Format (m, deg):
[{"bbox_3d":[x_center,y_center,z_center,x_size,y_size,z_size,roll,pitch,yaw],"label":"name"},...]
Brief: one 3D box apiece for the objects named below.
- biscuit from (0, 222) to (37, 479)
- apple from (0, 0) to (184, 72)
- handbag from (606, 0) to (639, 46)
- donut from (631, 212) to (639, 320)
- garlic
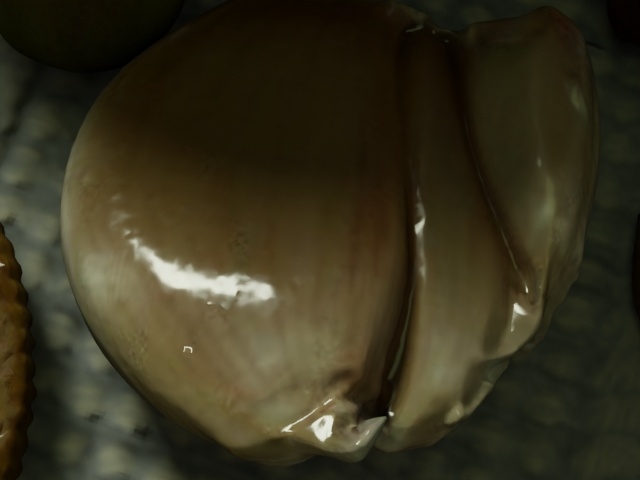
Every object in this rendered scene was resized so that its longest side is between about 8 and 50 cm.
[{"bbox_3d":[-0.263,0.054,0.570,0.305,0.038,0.305,2,75,-9],"label":"biscuit"},{"bbox_3d":[-0.103,-0.115,0.644,0.090,0.089,0.074,10,112,-5],"label":"apple"},{"bbox_3d":[0.235,-0.216,0.737,0.276,0.084,0.260,-27,76,-17],"label":"handbag"},{"bbox_3d":[0.214,0.014,0.660,0.152,0.058,0.152,3,71,-8],"label":"donut"},{"bbox_3d":[0.000,0.000,0.608,0.217,0.110,0.228,10,57,7],"label":"garlic"}]
